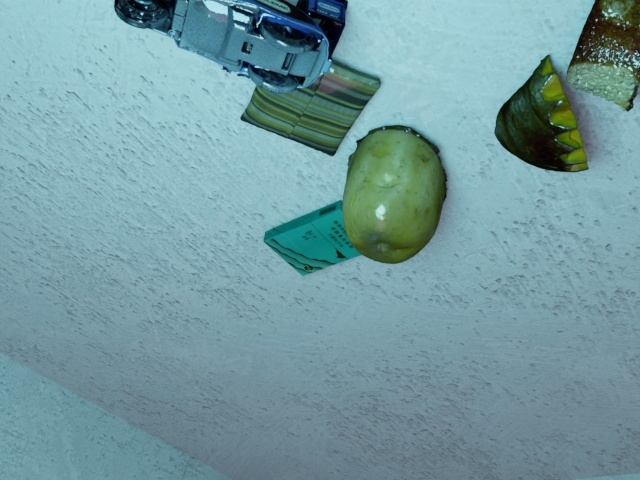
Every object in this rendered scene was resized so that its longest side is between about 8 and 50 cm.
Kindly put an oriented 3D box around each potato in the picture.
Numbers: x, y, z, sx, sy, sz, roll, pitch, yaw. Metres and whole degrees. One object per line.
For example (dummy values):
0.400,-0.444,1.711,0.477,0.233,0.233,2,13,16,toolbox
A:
0.141,-0.066,1.249,0.242,0.242,0.285,8,143,1,potato

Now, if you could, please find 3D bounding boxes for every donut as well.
0.471,-0.313,0.972,0.126,0.144,0.186,13,165,6,donut

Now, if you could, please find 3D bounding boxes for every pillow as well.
-0.024,-0.260,1.163,0.208,0.052,0.212,18,141,-17,pillow

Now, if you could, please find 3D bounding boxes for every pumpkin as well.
0.391,-0.184,1.123,0.149,0.130,0.254,-15,137,25,pumpkin

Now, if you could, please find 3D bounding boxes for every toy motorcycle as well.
-0.138,-0.353,0.961,0.358,0.212,0.125,15,138,-15,toy motorcycle

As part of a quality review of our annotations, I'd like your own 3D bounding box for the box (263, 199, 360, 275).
0.000,0.000,1.481,0.226,0.042,0.161,-21,131,30,box
